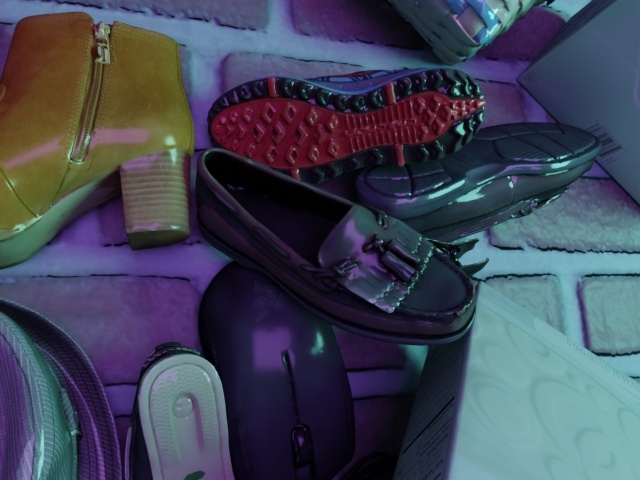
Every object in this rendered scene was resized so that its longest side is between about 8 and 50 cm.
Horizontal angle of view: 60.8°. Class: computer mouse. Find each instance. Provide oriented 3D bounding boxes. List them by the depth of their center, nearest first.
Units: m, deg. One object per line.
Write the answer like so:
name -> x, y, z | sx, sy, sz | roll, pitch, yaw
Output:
computer mouse -> -0.021, 0.138, 0.482 | 0.188, 0.072, 0.272 | -17, 83, -20

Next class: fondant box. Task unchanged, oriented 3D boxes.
fondant box -> 0.176, 0.196, 0.385 | 0.238, 0.096, 0.330 | 33, 31, 4

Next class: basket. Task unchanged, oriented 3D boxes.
basket -> 0.183, -0.361, 0.580 | 0.255, 0.201, 0.289 | 45, 99, -5

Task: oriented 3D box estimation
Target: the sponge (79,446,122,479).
sponge -> -0.257, 0.225, 0.404 | 0.210, 0.031, 0.117 | 1, 75, -17

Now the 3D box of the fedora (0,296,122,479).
fedora -> -0.237, 0.143, 0.328 | 0.243, 0.124, 0.276 | -1, 66, -33

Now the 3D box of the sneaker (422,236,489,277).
sneaker -> 0.077, 0.027, 0.516 | 0.170, 0.089, 0.051 | 9, 46, -38

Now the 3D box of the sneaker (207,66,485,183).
sneaker -> 0.021, -0.118, 0.550 | 0.261, 0.125, 0.104 | -2, 110, 2

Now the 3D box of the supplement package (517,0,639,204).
supplement package -> 0.412, -0.182, 0.628 | 0.262, 0.204, 0.145 | 44, 70, -4

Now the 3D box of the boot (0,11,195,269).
boot -> -0.255, -0.090, 0.453 | 0.295, 0.104, 0.211 | -5, 73, -22

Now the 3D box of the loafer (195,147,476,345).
loafer -> 0.000, 0.000, 0.449 | 0.267, 0.084, 0.096 | 23, 54, 22

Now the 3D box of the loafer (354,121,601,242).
loafer -> 0.169, -0.056, 0.592 | 0.302, 0.095, 0.109 | -16, 39, -22

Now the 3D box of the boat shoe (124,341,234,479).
boat shoe -> -0.114, 0.200, 0.439 | 0.084, 0.079, 0.233 | -2, 93, -30
